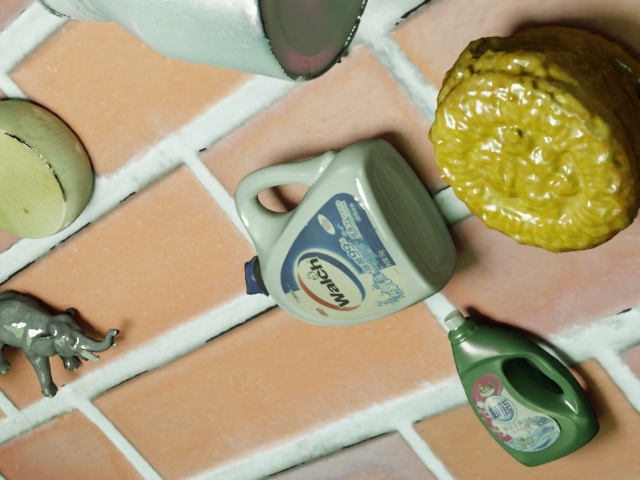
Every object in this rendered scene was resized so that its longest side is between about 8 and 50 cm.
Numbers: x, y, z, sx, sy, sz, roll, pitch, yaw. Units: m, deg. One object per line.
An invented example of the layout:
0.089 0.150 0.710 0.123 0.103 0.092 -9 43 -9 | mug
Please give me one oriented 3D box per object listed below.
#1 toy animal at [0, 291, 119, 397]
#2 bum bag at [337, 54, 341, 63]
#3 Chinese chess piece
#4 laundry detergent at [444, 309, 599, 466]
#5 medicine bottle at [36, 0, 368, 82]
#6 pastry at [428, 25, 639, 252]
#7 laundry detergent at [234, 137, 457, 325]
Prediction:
-0.388 0.150 2.053 0.269 0.082 0.137 13 132 26 | toy animal
-0.056 -0.236 1.558 0.159 0.026 0.109 6 128 37 | bum bag
-0.385 -0.091 1.857 0.188 0.083 0.188 16 131 19 | Chinese chess piece
0.224 0.162 1.672 0.137 0.063 0.211 -28 104 42 | laundry detergent
-0.122 -0.292 1.389 0.290 0.245 0.245 13 131 24 | medicine bottle
0.214 -0.095 1.411 0.235 0.132 0.240 -13 116 39 | pastry
0.000 0.000 1.656 0.280 0.105 0.215 -14 116 42 | laundry detergent
